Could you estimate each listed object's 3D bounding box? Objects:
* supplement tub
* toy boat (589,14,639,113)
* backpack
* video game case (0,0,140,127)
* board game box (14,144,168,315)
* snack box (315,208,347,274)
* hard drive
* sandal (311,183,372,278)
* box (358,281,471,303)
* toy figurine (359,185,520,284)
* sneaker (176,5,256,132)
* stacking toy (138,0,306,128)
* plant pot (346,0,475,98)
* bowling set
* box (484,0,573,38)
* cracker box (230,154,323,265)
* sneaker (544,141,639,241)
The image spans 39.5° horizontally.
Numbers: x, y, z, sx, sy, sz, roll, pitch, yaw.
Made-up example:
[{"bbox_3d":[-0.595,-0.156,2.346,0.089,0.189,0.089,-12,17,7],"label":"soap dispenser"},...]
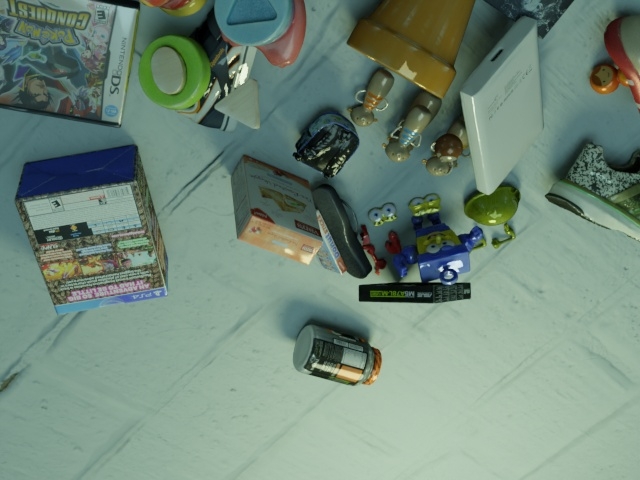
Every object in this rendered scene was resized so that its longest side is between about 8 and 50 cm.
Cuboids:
[{"bbox_3d":[0.041,0.275,2.101,0.190,0.117,0.117,19,120,-21],"label":"supplement tub"},{"bbox_3d":[0.610,-0.332,1.769,0.151,0.151,0.231,-9,132,34],"label":"toy boat"},{"bbox_3d":[0.016,-0.199,1.779,0.105,0.084,0.114,29,121,-27],"label":"backpack"},{"bbox_3d":[-0.484,-0.341,1.626,0.275,0.035,0.248,8,124,-15],"label":"video game case"},{"bbox_3d":[-0.449,-0.018,1.795,0.232,0.141,0.291,-9,126,-3],"label":"board game box"},{"bbox_3d":[0.000,0.000,1.933,0.022,0.064,0.178,-47,130,-26],"label":"snack box"},{"bbox_3d":[0.354,-0.250,1.706,0.203,0.040,0.307,-49,149,-16],"label":"hard drive"},{"bbox_3d":[0.046,-0.027,1.919,0.054,0.097,0.254,-47,132,-26],"label":"sandal"},{"bbox_3d":[0.207,0.113,1.944,0.184,0.191,0.045,1,90,32],"label":"box"},{"bbox_3d":[0.281,0.032,1.907,0.363,0.217,0.191,-12,126,0],"label":"toy figurine"},{"bbox_3d":[-0.184,-0.348,1.616,0.128,0.126,0.321,10,121,-15],"label":"sneaker"},{"bbox_3d":[-0.197,-0.345,1.487,0.309,0.130,0.279,18,99,16],"label":"stacking toy"},{"bbox_3d":[0.181,-0.389,1.617,0.205,0.205,0.188,25,102,-24],"label":"plant pot"},{"bbox_3d":[0.195,-0.192,1.749,0.287,0.199,0.154,20,126,-17],"label":"bowling set"},{"bbox_3d":[0.388,-0.484,1.634,0.158,0.093,0.156,25,118,-25],"label":"box"},{"bbox_3d":[-0.090,-0.064,1.766,0.156,0.232,0.067,21,120,-23],"label":"cracker box"},{"bbox_3d":[0.697,-0.098,1.942,0.410,0.158,0.182,17,103,-26],"label":"sneaker"}]
